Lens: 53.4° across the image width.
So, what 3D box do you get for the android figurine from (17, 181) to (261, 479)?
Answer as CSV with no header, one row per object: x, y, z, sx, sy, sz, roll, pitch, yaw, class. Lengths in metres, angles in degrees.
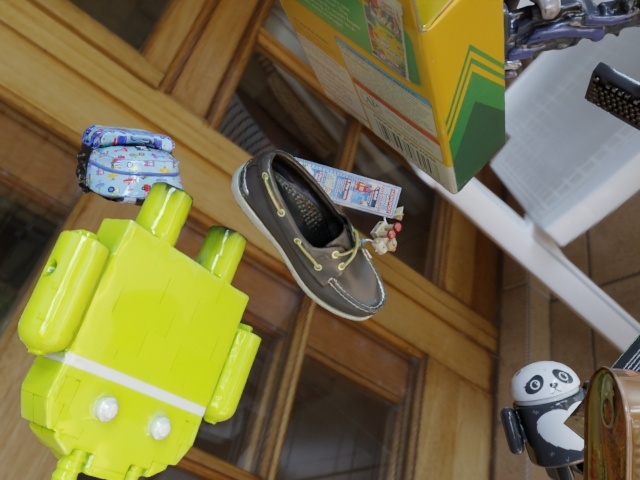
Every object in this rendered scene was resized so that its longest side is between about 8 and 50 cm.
-0.154,0.094,0.570,0.056,0.248,0.273,2,62,37,android figurine

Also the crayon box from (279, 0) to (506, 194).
0.055,-0.185,0.545,0.083,0.323,0.203,-46,66,-2,crayon box

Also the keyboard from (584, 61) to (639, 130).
0.441,-0.174,0.849,0.180,0.108,0.023,39,76,23,keyboard

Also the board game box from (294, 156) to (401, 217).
0.039,-0.094,1.149,0.194,0.193,0.060,-98,24,-85,board game box

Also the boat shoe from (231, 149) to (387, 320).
0.000,0.000,0.686,0.068,0.228,0.081,-21,26,53,boat shoe

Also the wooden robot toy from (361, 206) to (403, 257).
0.157,0.003,1.499,0.076,0.079,0.173,8,50,50,wooden robot toy

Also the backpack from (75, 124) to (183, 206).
-0.300,-0.117,1.028,0.173,0.158,0.117,26,110,55,backpack

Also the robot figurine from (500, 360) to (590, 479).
0.553,0.425,1.500,0.173,0.209,0.279,-22,82,44,robot figurine

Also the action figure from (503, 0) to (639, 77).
0.209,-0.314,0.741,0.340,0.330,0.179,-5,48,5,action figure

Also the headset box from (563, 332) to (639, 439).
0.462,0.258,0.764,0.283,0.246,0.131,40,82,25,headset box

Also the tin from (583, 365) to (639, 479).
0.259,0.205,0.547,0.106,0.040,0.190,74,-161,-86,tin
